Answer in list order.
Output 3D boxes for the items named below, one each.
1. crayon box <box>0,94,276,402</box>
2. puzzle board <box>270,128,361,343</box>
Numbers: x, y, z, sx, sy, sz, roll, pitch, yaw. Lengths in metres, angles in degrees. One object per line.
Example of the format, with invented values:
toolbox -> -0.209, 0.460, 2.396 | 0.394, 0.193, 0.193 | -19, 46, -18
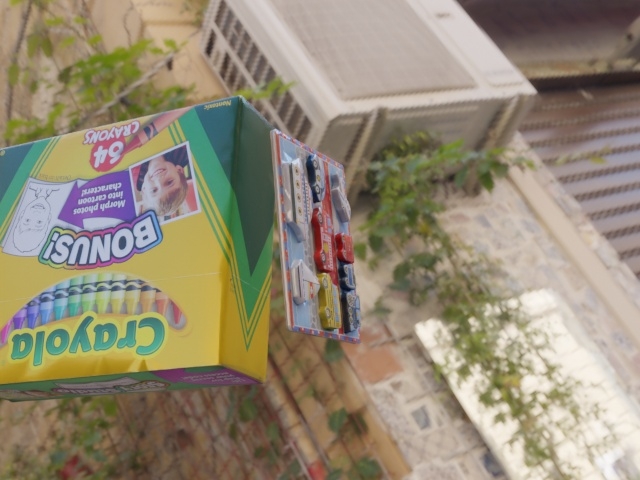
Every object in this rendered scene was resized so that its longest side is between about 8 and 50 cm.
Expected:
crayon box -> -0.236, 0.020, 1.114 | 0.363, 0.313, 0.106 | -9, -25, 24
puzzle board -> 0.000, 0.000, 0.616 | 0.011, 0.128, 0.096 | -12, -16, 25
